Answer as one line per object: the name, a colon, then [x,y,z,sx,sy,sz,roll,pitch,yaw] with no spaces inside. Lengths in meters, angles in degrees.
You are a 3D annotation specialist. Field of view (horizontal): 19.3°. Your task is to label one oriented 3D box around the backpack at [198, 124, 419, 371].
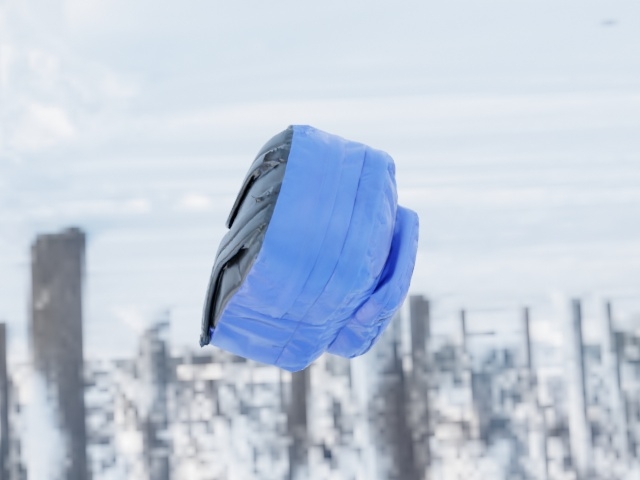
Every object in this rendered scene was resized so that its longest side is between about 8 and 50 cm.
backpack: [0.000,0.000,0.959,0.101,0.098,0.120,13,147,-7]
